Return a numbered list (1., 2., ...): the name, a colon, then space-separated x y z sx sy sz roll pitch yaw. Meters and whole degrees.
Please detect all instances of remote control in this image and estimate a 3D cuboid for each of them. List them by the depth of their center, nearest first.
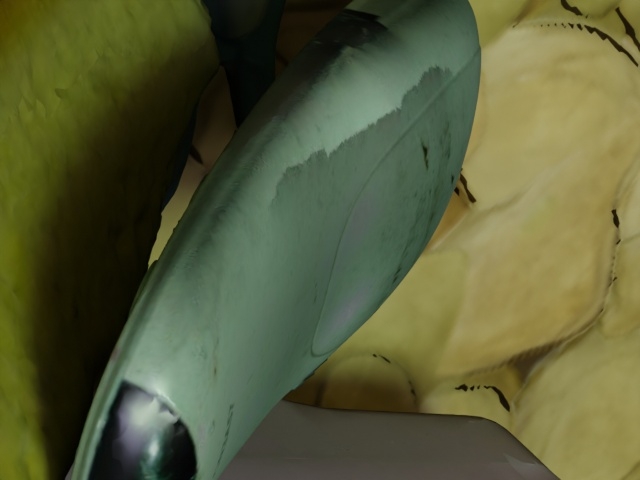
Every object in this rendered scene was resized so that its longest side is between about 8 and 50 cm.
1. remote control: -0.002 0.000 0.477 0.256 0.045 0.097 -53 159 -58

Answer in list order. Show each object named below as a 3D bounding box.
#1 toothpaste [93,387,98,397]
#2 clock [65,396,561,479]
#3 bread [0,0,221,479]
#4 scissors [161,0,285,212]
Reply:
1. toothpaste: -0.079 0.063 0.598 0.067 0.043 0.194 -52 133 0
2. clock: -0.073 0.194 0.594 0.295 0.113 0.322 7 118 -40
3. bread: -0.179 -0.003 0.371 0.245 0.362 0.233 -17 107 15
4. scissors: -0.027 -0.137 0.525 0.138 0.041 0.289 -14 123 -28
